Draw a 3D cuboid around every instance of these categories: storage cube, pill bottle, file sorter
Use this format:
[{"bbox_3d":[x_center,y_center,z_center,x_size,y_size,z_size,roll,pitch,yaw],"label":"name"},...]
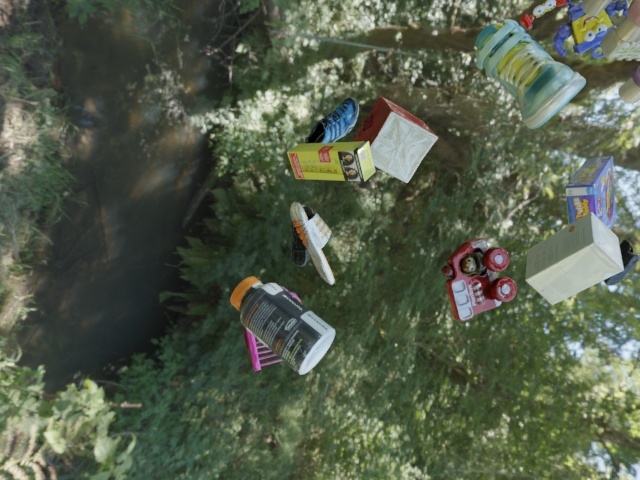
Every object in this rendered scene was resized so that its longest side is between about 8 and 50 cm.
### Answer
[{"bbox_3d":[0.243,-0.338,1.487,0.184,0.215,0.193,-57,-161,24],"label":"storage cube"},{"bbox_3d":[-0.096,0.186,1.038,0.130,0.245,0.130,-45,158,-24],"label":"pill bottle"},{"bbox_3d":[-0.160,0.261,1.435,0.290,0.182,0.202,-178,-103,-76],"label":"file sorter"}]

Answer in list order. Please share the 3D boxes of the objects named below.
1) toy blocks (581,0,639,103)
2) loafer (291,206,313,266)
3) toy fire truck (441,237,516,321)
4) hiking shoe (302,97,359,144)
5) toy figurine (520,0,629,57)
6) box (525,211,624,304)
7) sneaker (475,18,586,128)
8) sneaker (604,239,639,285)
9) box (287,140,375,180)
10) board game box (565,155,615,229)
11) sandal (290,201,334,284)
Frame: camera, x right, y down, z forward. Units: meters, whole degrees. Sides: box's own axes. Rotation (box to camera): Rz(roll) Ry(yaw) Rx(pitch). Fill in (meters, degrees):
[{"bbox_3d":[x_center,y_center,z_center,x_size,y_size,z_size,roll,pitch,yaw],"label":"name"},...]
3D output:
[{"bbox_3d":[0.683,-0.406,0.755,0.260,0.288,0.309,108,-21,-67],"label":"toy blocks"},{"bbox_3d":[-0.063,-0.016,1.631,0.078,0.080,0.220,-1,101,-74],"label":"loafer"},{"bbox_3d":[0.623,0.153,1.806,0.169,0.253,0.302,174,-100,-75],"label":"toy fire truck"},{"bbox_3d":[0.053,-0.495,1.922,0.304,0.113,0.132,-52,158,7],"label":"hiking shoe"},{"bbox_3d":[0.809,-0.652,1.306,0.217,0.362,0.191,63,23,-7],"label":"toy figurine"},{"bbox_3d":[0.566,0.042,1.002,0.170,0.091,0.130,-44,-174,42],"label":"box"},{"bbox_3d":[0.397,-0.345,0.893,0.127,0.208,0.319,-46,-177,28],"label":"sneaker"},{"bbox_3d":[1.048,0.079,1.570,0.170,0.051,0.089,-48,-155,8],"label":"sneaker"},{"bbox_3d":[0.025,-0.205,1.150,0.058,0.232,0.087,-42,128,-37],"label":"box"},{"bbox_3d":[0.898,-0.121,1.465,0.347,0.078,0.233,-31,113,-44],"label":"board game box"},{"bbox_3d":[-0.004,-0.001,1.255,0.102,0.076,0.265,25,-37,63],"label":"sandal"}]
